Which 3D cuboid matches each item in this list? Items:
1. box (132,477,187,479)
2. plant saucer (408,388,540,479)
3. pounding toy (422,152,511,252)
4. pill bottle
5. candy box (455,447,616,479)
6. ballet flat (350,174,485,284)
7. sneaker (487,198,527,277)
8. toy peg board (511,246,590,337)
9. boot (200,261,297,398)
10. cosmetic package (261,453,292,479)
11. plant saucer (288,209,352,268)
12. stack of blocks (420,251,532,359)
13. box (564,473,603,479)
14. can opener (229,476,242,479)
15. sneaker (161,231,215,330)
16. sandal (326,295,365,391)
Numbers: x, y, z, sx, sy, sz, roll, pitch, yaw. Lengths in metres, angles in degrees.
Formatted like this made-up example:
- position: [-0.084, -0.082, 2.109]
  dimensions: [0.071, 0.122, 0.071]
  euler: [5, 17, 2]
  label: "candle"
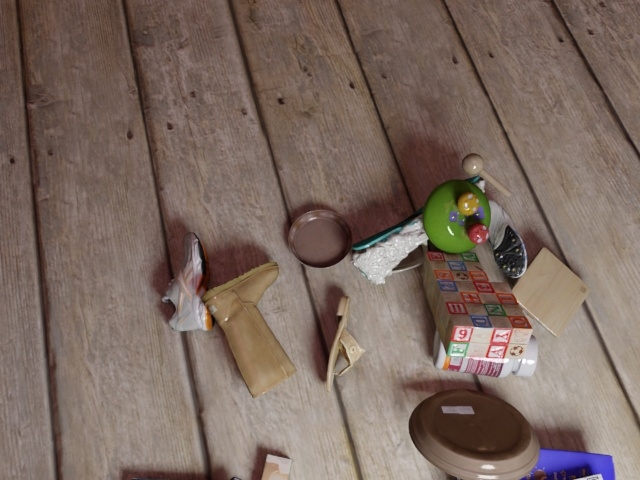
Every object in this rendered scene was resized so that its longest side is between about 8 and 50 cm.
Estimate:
- position: [-0.328, 0.618, 1.266]
  dimensions: [0.191, 0.045, 0.184]
  euler: [1, 65, 2]
  label: "box"
- position: [0.331, 0.407, 1.256]
  dimensions: [0.278, 0.041, 0.278]
  euler: [2, 23, -1]
  label: "plant saucer"
- position: [0.366, -0.076, 1.395]
  dimensions: [0.183, 0.110, 0.236]
  euler: [39, 84, -17]
  label: "pounding toy"
- position: [0.385, 0.257, 1.372]
  dimensions: [0.221, 0.121, 0.121]
  euler: [8, 67, 4]
  label: "pill bottle"
- position: [0.454, 0.584, 1.233]
  dimensions: [0.317, 0.122, 0.268]
  euler: [5, 66, 4]
  label: "candy box"
- position: [0.265, -0.019, 1.505]
  dimensions: [0.409, 0.147, 0.147]
  euler: [-30, 70, -9]
  label: "ballet flat"
- position: [0.469, -0.006, 1.482]
  dimensions: [0.085, 0.086, 0.237]
  euler: [-36, 49, 28]
  label: "sneaker"
- position: [0.557, 0.133, 1.460]
  dimensions: [0.161, 0.079, 0.161]
  euler: [42, 73, 0]
  label: "toy peg board"
- position: [-0.139, 0.210, 1.414]
  dimensions: [0.236, 0.089, 0.269]
  euler: [-27, 81, -34]
  label: "boot"
- position: [-0.103, 0.542, 1.297]
  dimensions: [0.060, 0.041, 0.115]
  euler: [10, 67, 4]
  label: "cosmetic package"
- position: [0.000, 0.000, 1.534]
  dimensions: [0.169, 0.029, 0.168]
  euler: [0, 66, 1]
  label: "plant saucer"
- position: [0.350, 0.141, 1.354]
  dimensions: [0.171, 0.087, 0.297]
  euler: [2, 31, -5]
  label: "stack of blocks"
- position: [0.478, 0.546, 1.163]
  dimensions: [0.207, 0.036, 0.114]
  euler: [-10, 66, -4]
  label: "box"
- position: [-0.204, 0.608, 1.247]
  dimensions: [0.073, 0.059, 0.186]
  euler: [32, 58, -14]
  label: "can opener"
- position: [-0.342, 0.103, 1.458]
  dimensions: [0.121, 0.099, 0.262]
  euler: [-10, 66, 1]
  label: "sneaker"
- position: [0.071, 0.247, 1.397]
  dimensions: [0.079, 0.088, 0.240]
  euler: [6, 62, 9]
  label: "sandal"
